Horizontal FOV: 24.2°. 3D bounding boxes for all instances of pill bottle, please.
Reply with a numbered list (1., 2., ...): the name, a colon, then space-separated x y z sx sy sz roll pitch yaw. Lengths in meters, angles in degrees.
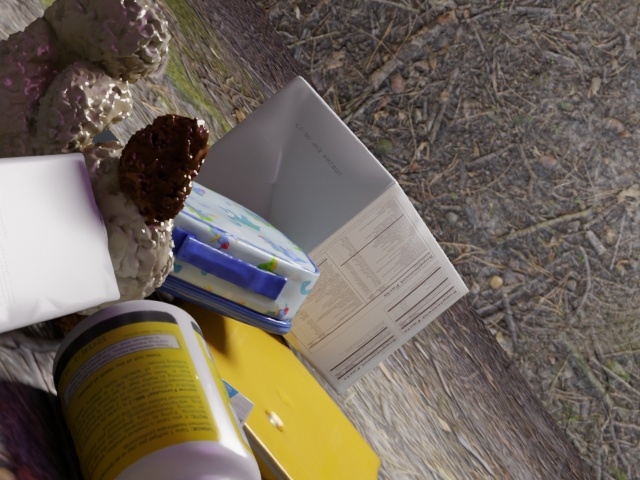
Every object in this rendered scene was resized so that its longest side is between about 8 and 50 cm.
1. pill bottle: -0.112 0.152 1.062 0.119 0.119 0.208 41 15 -44

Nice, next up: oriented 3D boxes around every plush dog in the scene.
1. plush dog: -0.200 -0.044 1.181 0.210 0.262 0.225 -21 58 -44

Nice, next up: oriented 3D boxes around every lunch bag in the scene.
1. lunch bag: -0.119 0.002 1.402 0.219 0.090 0.176 25 7 -32

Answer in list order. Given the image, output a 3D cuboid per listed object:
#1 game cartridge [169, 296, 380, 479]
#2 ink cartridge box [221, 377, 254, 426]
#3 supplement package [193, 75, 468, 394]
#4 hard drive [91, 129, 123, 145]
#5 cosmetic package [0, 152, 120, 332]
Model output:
1. game cartridge: -0.053 0.168 1.457 0.285 0.052 0.324 51 8 -3
2. ink cartridge box: -0.098 0.160 1.259 0.028 0.083 0.048 7 -29 49
3. supplement package: 0.000 0.000 1.668 0.199 0.198 0.263 51 0 36
4. hard drive: -0.231 -0.092 1.625 0.135 0.022 0.094 50 11 -9
5. cosmetic package: -0.229 0.008 1.003 0.231 0.085 0.117 -12 88 -73
